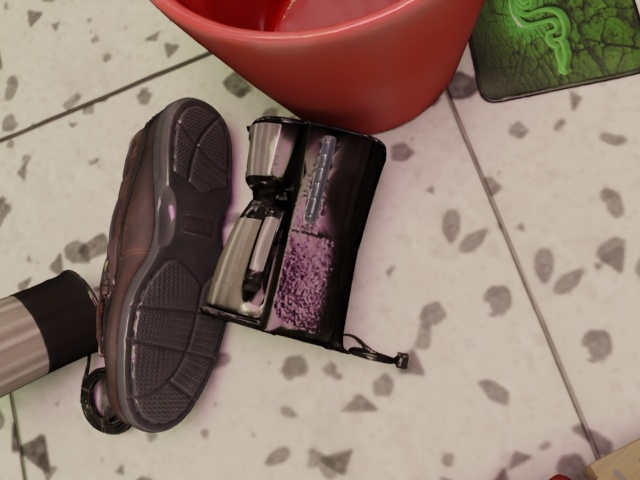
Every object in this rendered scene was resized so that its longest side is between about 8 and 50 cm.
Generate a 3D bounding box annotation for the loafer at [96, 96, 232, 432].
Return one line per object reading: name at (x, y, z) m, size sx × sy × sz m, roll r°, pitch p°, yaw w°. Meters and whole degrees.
loafer at (-0.147, 0.019, 0.596) m, size 0.095 × 0.109 × 0.302 m, roll -9°, pitch 69°, yaw 38°

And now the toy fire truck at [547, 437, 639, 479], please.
toy fire truck at (0.195, 0.247, 0.432) m, size 0.246 × 0.158 × 0.217 m, roll -45°, pitch 71°, yaw 16°

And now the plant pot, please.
plant pot at (0.017, -0.218, 0.526) m, size 0.275 × 0.243 × 0.274 m, roll -3°, pitch 76°, yaw 12°

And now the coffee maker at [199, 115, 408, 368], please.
coffee maker at (0.000, 0.000, 0.558) m, size 0.171 × 0.120 × 0.178 m, roll 19°, pitch 81°, yaw -22°

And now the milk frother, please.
milk frother at (-0.249, 0.121, 0.559) m, size 0.143 × 0.129 × 0.135 m, roll 41°, pitch 45°, yaw 24°

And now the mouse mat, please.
mouse mat at (0.211, -0.228, 0.608) m, size 0.153 × 0.007 × 0.189 m, roll -10°, pitch 74°, yaw 11°
